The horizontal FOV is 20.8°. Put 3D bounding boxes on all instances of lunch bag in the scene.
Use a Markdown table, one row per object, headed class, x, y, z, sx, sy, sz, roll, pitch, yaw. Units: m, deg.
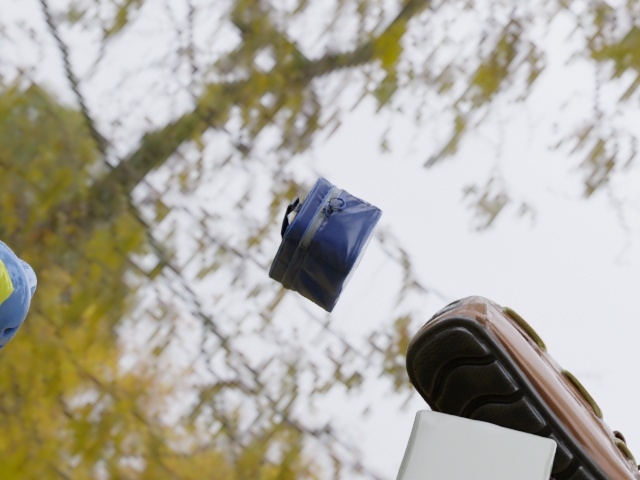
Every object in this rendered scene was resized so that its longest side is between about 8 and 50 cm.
| class | x | y | z | sx | sy | sz | roll | pitch | yaw |
| --- | --- | --- | --- | --- | --- | --- | --- | --- | --- |
| lunch bag | 0.000 | 0.000 | 1.301 | 0.065 | 0.067 | 0.098 | 28 | -33 | 4 |

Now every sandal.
| class | x | y | z | sx | sy | sz | roll | pitch | yaw |
| --- | --- | --- | --- | --- | --- | --- | --- | --- | --- |
| sandal | -0.304 | 0.044 | 1.487 | 0.317 | 0.138 | 0.126 | -15 | -86 | 62 |

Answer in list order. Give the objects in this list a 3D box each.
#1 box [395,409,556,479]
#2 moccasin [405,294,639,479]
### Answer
| class | x | y | z | sx | sy | sz | roll | pitch | yaw |
| --- | --- | --- | --- | --- | --- | --- | --- | --- | --- |
| box | 0.085 | 0.251 | 1.220 | 0.113 | 0.275 | 0.094 | 13 | -50 | 11 |
| moccasin | 0.216 | 0.215 | 1.507 | 0.380 | 0.139 | 0.147 | 51 | 27 | 7 |
